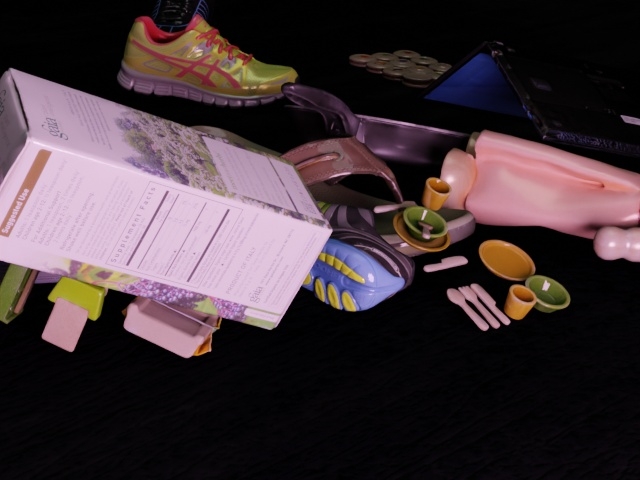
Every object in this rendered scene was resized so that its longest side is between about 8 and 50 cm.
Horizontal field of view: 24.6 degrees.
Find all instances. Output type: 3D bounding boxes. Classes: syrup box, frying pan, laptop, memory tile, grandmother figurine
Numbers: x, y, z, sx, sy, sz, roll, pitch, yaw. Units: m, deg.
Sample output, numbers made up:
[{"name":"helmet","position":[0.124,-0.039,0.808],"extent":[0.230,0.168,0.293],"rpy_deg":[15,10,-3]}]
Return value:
[{"name":"syrup box","position":[-0.121,-0.025,1.011],"extent":[0.237,0.096,0.093],"rpy_deg":[16,27,-32]},{"name":"frying pan","position":[0.060,-0.098,1.351],"extent":[0.197,0.053,0.326],"rpy_deg":[10,4,-1]},{"name":"laptop","position":[0.255,-0.107,1.472],"extent":[0.234,0.136,0.264],"rpy_deg":[8,35,-22]},{"name":"memory tile","position":[0.115,-0.219,1.870],"extent":[0.113,0.012,0.148],"rpy_deg":[-10,25,-35]},{"name":"grandmother figurine","position":[0.277,-0.025,1.242],"extent":[0.342,0.104,0.208],"rpy_deg":[9,29,20]}]

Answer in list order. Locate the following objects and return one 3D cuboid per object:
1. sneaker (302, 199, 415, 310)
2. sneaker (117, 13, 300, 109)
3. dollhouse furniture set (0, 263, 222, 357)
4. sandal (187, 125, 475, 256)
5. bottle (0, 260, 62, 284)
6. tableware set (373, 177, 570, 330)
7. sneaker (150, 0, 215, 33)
[{"name":"sneaker","position":[0.000,0.000,1.157],"extent":[0.078,0.067,0.188],"rpy_deg":[-10,31,-40]},{"name":"sneaker","position":[-0.125,-0.204,1.647],"extent":[0.208,0.094,0.081],"rpy_deg":[8,18,4]},{"name":"dollhouse furniture set","position":[-0.149,0.055,1.021],"extent":[0.152,0.058,0.076],"rpy_deg":[25,13,0]},{"name":"sandal","position":[-0.011,-0.055,1.257],"extent":[0.303,0.086,0.120],"rpy_deg":[21,25,26]},{"name":"bottle","position":[-0.192,-0.019,1.114],"extent":[0.283,0.092,0.118],"rpy_deg":[-3,23,-22]},{"name":"tableware set","position":[0.121,0.006,1.145],"extent":[0.104,0.024,0.154],"rpy_deg":[-10,46,-38]},{"name":"sneaker","position":[-0.182,-0.279,1.846],"extent":[0.081,0.090,0.232],"rpy_deg":[6,19,3]}]
